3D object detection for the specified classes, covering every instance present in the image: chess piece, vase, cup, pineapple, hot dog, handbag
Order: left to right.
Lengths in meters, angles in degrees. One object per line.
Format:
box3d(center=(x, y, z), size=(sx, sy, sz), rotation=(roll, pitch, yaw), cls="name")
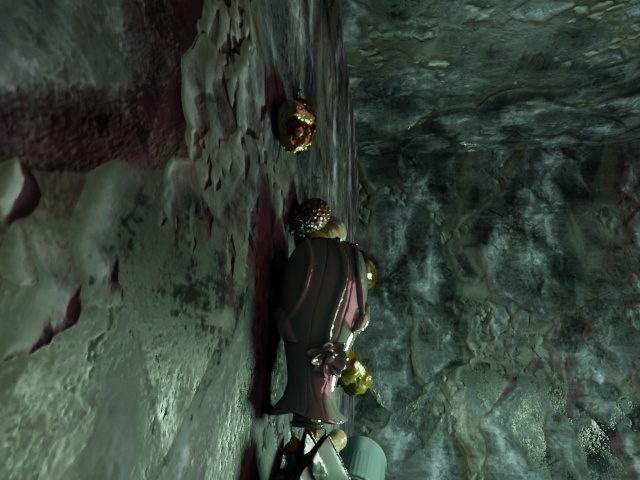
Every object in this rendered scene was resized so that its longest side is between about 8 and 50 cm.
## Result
box3d(center=(-0.055, -0.309, 1.109), size=(0.213, 0.103, 0.146), rotation=(-75, 161, -62), cls="hot dog")
box3d(center=(-0.037, 0.597, 0.892), size=(0.269, 0.100, 0.274), rotation=(-46, 120, -42), cls="handbag")
box3d(center=(-0.043, -0.060, 1.227), size=(0.198, 0.108, 0.108), rotation=(-46, 136, -59), cls="pineapple")
box3d(center=(-0.005, 0.229, 1.042), size=(0.250, 0.250, 0.445), rotation=(70, 25, -64), cls="vase")
box3d(center=(0.000, 0.000, 1.384), size=(0.243, 0.133, 0.133), rotation=(-42, 131, -70), cls="chess piece")
box3d(center=(0.041, 0.865, 1.742), size=(0.200, 0.090, 0.090), rotation=(14, 76, -69), cls="chess piece")
box3d(center=(0.137, 1.115, 1.912), size=(0.257, 0.331, 0.311), rotation=(56, 10, 5), cls="cup")

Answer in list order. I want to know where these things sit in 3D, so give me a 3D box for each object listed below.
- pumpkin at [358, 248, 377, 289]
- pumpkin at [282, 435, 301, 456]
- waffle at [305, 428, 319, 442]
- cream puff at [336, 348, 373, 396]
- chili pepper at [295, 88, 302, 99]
box3d(center=(0.103, 0.128, 1.484), size=(0.219, 0.219, 0.162), rotation=(80, -3, -46), cls="pumpkin")
box3d(center=(-0.069, 0.678, 1.002), size=(0.258, 0.095, 0.290), rotation=(-9, 89, -68), cls="pumpkin")
box3d(center=(-0.036, 0.693, 1.350), size=(0.148, 0.042, 0.102), rotation=(-65, 154, -69), cls="waffle")
box3d(center=(0.097, 0.571, 1.835), size=(0.282, 0.185, 0.282), rotation=(51, -5, 6), cls="cream puff")
box3d(center=(-0.064, -0.398, 1.268), size=(0.055, 0.035, 0.118), rotation=(125, -29, -77), cls="chili pepper")
